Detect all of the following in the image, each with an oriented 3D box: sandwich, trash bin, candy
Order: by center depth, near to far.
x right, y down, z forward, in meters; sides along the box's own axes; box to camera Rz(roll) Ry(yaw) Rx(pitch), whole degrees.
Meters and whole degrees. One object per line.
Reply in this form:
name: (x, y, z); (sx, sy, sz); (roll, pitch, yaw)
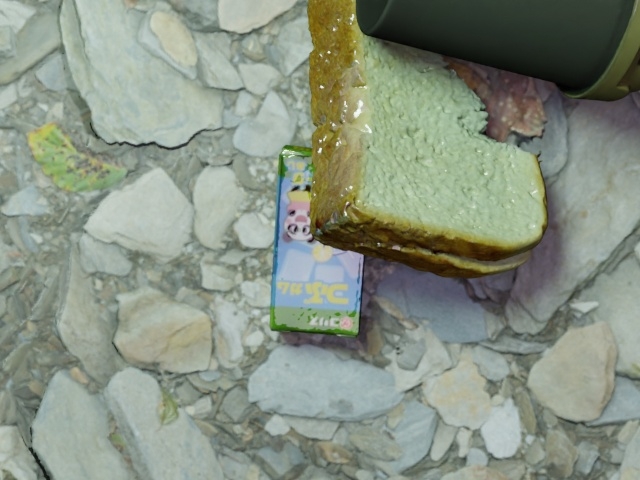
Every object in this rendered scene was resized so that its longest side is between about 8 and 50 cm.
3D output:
trash bin: (0.216, -0.250, 1.421); (0.334, 0.214, 0.214); (12, 101, -14)
sandwich: (0.104, -0.107, 1.508); (0.254, 0.100, 0.288); (9, 66, -27)
candy: (0.000, 0.000, 1.568); (0.097, 0.062, 0.194); (4, 100, 0)
